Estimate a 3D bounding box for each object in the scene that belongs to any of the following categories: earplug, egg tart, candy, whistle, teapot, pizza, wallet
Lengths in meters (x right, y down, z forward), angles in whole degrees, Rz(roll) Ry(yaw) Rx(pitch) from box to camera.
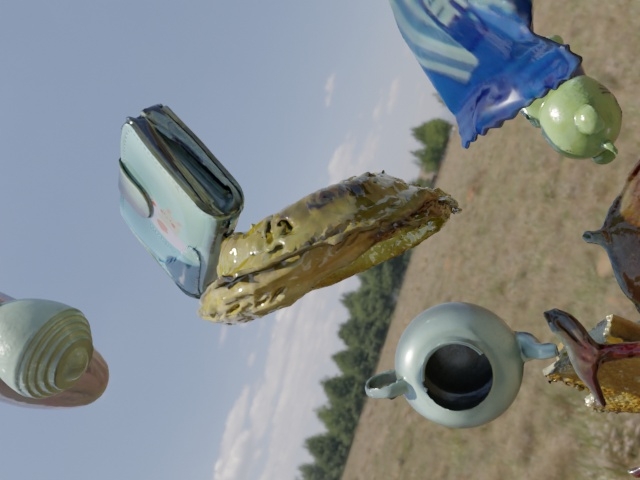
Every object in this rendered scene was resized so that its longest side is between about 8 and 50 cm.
[{"bbox_3d":[-0.430,0.152,1.059,0.172,0.301,0.172,-33,41,34],"label":"earplug"},{"bbox_3d":[0.000,0.000,0.746,0.279,0.279,0.095,30,-146,-84],"label":"egg tart"},{"bbox_3d":[0.075,-0.237,0.547,0.187,0.077,0.331,144,108,-78],"label":"candy"},{"bbox_3d":[0.256,-0.170,0.860,0.085,0.227,0.105,-37,-34,9],"label":"whistle"},{"bbox_3d":[0.207,0.191,1.166,0.129,0.294,0.193,-25,-83,-77],"label":"teapot"},{"bbox_3d":[0.488,0.201,1.228,0.223,0.323,0.089,-20,45,47],"label":"pizza"},{"bbox_3d":[-0.176,-0.040,0.950,0.075,0.176,0.250,-36,-11,-26],"label":"wallet"}]

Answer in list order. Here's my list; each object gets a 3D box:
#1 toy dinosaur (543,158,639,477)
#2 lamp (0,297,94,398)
[{"bbox_3d":[0.323,0.092,0.665,0.207,0.327,0.113,-36,-1,29],"label":"toy dinosaur"},{"bbox_3d":[-0.336,0.098,0.847,0.106,0.193,0.106,-54,-19,-29],"label":"lamp"}]
